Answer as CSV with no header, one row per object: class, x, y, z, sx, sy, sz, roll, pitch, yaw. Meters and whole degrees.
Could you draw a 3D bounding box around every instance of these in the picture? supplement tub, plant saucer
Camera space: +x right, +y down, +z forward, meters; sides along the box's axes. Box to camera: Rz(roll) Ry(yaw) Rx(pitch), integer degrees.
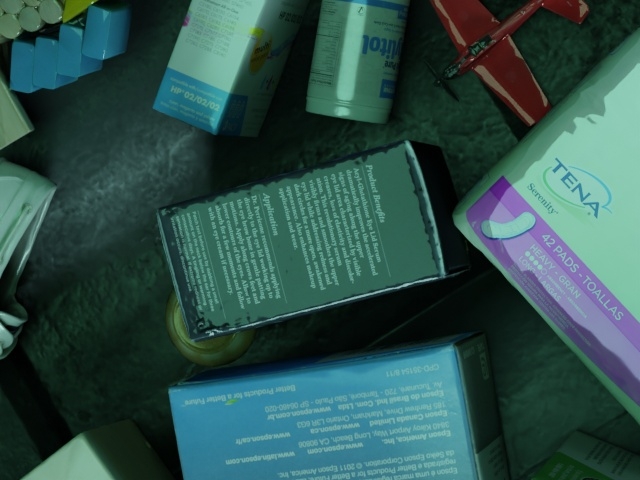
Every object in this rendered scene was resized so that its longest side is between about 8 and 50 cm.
supplement tub,0.029,-0.150,1.382,0.071,0.071,0.107,10,96,16
plant saucer,-0.094,0.065,1.458,0.083,0.015,0.083,1,93,17

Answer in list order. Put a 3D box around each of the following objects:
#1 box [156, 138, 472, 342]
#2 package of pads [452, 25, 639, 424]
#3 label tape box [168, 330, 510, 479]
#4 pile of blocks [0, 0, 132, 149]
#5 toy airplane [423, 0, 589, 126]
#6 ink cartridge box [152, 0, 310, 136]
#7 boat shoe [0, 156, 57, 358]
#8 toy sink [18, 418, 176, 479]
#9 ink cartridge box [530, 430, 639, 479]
box,0.000,0.000,1.350,0.207,0.153,0.108,-15,88,11
package of pads,0.276,0.005,1.298,0.229,0.101,0.296,-45,81,14
label tape box,0.032,0.255,1.382,0.241,0.106,0.333,-9,91,18
pile of blocks,-0.240,-0.170,1.449,0.362,0.112,0.149,-24,96,25
toy airplane,0.149,-0.167,1.366,0.151,0.028,0.151,1,95,16
ink cartridge box,-0.059,-0.177,1.389,0.062,0.104,0.181,23,99,14
boat shoe,-0.293,0.061,1.482,0.088,0.096,0.267,19,93,4
toy sink,-0.219,0.280,1.448,0.234,0.131,0.153,-39,81,10
ink cartridge box,0.283,0.257,1.250,0.289,0.211,0.121,21,99,15
